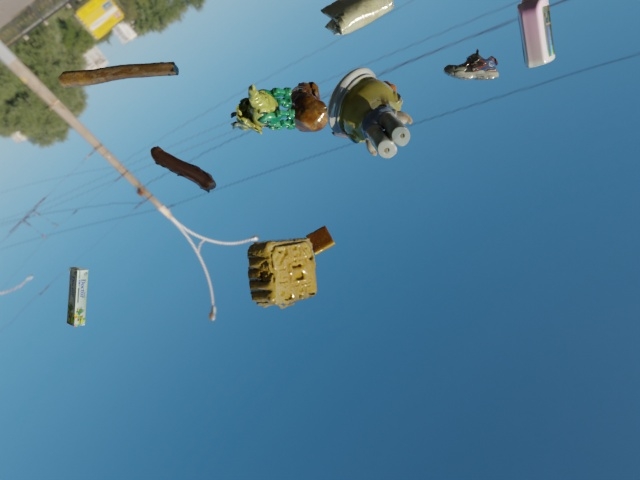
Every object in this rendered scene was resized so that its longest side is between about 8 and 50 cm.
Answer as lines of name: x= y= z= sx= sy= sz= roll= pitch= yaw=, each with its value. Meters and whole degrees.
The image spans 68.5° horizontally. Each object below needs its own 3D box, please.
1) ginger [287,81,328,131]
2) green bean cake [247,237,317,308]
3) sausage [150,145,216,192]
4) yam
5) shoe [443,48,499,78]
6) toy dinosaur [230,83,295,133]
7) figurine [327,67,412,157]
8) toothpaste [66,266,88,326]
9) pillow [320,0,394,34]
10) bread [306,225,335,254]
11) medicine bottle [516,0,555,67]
ginger: x=-0.065 y=-0.540 z=1.904 sx=0.172 sy=0.165 sz=0.321 roll=-29 pitch=-138 yaw=11
green bean cake: x=-0.120 y=0.104 z=1.573 sx=0.131 sy=0.224 sz=0.230 roll=-7 pitch=-179 yaw=45
sausage: x=-0.560 y=-0.292 z=1.908 sx=0.078 sy=0.304 sz=0.078 roll=-61 pitch=-177 yaw=5
yam: x=-0.550 y=-0.454 z=1.280 sx=0.327 sy=0.045 sz=0.045 roll=-3 pitch=-160 yaw=6
shoe: x=0.635 y=-0.737 z=1.964 sx=0.228 sy=0.125 sz=0.099 roll=7 pitch=-162 yaw=8
toy dinosaur: x=-0.127 y=-0.308 z=1.079 sx=0.153 sy=0.094 sz=0.259 roll=-11 pitch=178 yaw=-13
figurine: x=0.153 y=-0.378 z=1.352 sx=0.224 sy=0.205 sz=0.382 roll=-52 pitch=-149 yaw=5
toothpaste: x=-0.676 y=0.157 z=1.307 sx=0.046 sy=0.034 sz=0.164 roll=10 pitch=-83 yaw=34
pillow: x=0.106 y=-0.631 z=1.286 sx=0.181 sy=0.078 sz=0.134 roll=-31 pitch=-136 yaw=0
bread: x=0.000 y=0.000 z=1.916 sx=0.094 sy=0.035 sz=0.090 roll=-29 pitch=-112 yaw=2
medicine bottle: x=0.587 y=-0.593 z=1.286 sx=0.078 sy=0.219 sz=0.115 roll=-2 pitch=-156 yaw=38
